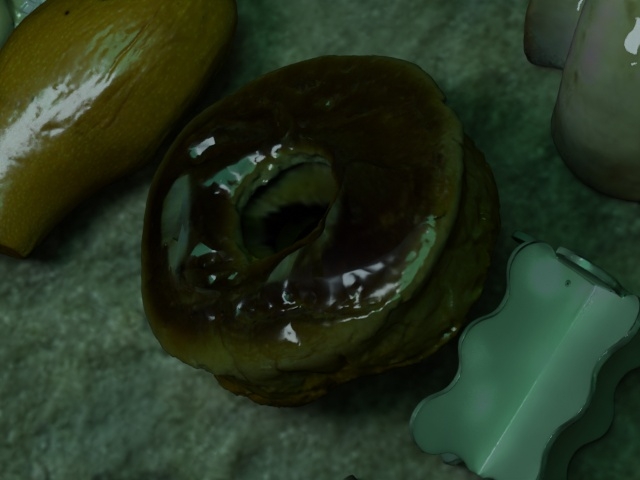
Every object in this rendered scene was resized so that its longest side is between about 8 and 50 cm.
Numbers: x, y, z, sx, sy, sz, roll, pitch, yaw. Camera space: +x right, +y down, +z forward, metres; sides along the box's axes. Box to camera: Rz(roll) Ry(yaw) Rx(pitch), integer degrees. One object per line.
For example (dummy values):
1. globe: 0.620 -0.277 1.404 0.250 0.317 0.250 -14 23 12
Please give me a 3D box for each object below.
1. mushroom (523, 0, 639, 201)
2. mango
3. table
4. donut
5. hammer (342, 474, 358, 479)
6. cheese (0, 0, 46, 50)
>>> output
1. mushroom: 0.265 -0.145 1.650 0.236 0.162 0.173 27 77 23
2. mango: -0.224 -0.129 1.773 0.359 0.144 0.187 -40 64 0
3. table: 0.177 0.116 1.585 0.166 0.166 0.198 32 87 22
4. donut: 0.000 0.000 1.636 0.330 0.160 0.330 -20 45 22
5. hammer: 0.009 0.215 1.609 0.019 0.110 0.035 -50 65 17
6. cheese: -0.310 -0.216 1.875 0.235 0.050 0.127 -16 65 6
